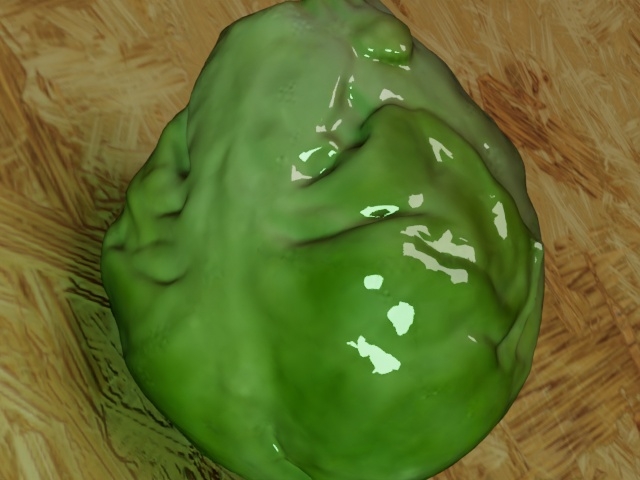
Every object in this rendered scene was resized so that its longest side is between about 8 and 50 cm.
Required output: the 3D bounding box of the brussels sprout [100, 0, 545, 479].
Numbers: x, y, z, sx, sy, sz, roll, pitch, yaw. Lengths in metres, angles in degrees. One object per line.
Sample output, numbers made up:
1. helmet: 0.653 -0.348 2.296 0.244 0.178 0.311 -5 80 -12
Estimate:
1. brussels sprout: -0.004 0.011 0.989 0.242 0.274 0.316 -7 63 -33
